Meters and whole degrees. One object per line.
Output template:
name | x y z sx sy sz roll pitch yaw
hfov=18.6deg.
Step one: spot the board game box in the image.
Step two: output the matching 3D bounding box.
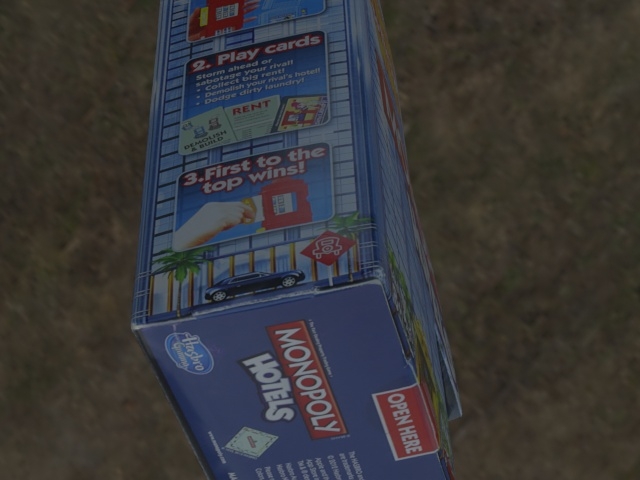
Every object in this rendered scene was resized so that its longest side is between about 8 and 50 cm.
board game box | 0.000 0.000 0.553 0.060 0.194 0.194 -11 140 7
